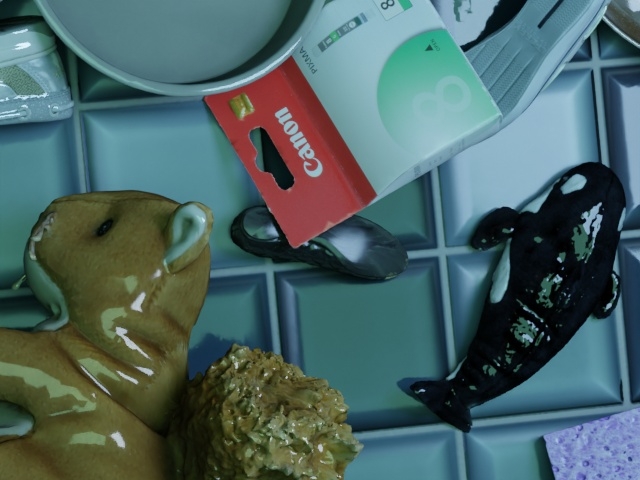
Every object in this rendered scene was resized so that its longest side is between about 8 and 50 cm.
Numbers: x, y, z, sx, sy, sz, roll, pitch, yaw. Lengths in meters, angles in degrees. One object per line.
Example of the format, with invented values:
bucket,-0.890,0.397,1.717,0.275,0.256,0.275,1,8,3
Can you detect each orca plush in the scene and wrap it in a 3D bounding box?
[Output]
orca plush,0.196,0.048,1.799,0.287,0.102,0.151,-41,94,-5

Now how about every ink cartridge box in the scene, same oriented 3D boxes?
ink cartridge box,0.027,-0.126,1.772,0.224,0.056,0.181,-29,72,-5

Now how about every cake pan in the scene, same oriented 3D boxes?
cake pan,-0.135,-0.269,1.758,0.293,0.054,0.293,3,81,-16

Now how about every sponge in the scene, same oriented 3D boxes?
sponge,0.292,0.267,1.814,0.117,0.031,0.210,-15,79,6

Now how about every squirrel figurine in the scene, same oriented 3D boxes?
squirrel figurine,-0.157,0.153,1.680,0.397,0.281,0.370,24,71,7

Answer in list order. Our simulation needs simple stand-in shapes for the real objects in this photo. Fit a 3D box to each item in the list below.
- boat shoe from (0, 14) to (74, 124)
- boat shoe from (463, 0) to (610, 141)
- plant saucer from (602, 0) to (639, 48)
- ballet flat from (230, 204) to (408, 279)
boat shoe,-0.382,-0.113,1.725,0.320,0.118,0.103,-20,107,-14
boat shoe,0.195,-0.167,1.804,0.226,0.076,0.083,-43,68,22
plant saucer,0.372,-0.317,1.851,0.310,0.050,0.311,0,90,-8
ballet flat,0.000,0.000,1.811,0.173,0.049,0.057,14,76,-13
